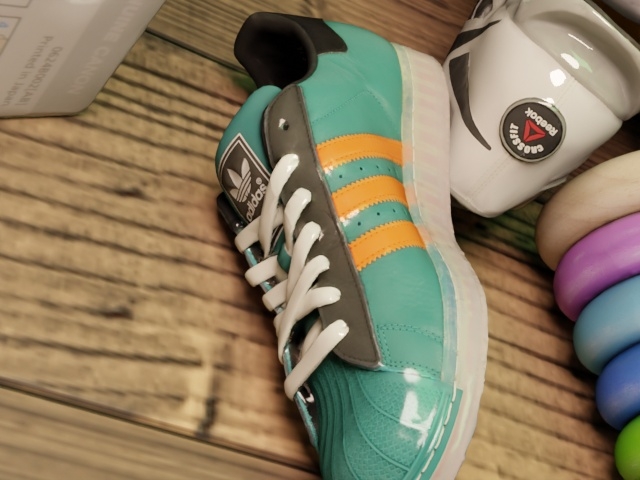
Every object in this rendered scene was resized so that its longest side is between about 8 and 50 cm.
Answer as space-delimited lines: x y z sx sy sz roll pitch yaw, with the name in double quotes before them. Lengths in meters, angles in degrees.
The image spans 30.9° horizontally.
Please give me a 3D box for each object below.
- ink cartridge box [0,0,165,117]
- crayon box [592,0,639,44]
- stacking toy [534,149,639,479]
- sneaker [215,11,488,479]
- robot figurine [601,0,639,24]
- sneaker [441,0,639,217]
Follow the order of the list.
"ink cartridge box" -0.199 -0.169 0.388 0.385 0.308 0.091 -2 60 -40
"crayon box" 0.316 -0.095 0.843 0.203 0.083 0.323 24 31 -51
"stacking toy" 0.221 0.118 0.633 0.141 0.141 0.330 9 59 -34
"sneaker" 0.000 0.000 0.575 0.121 0.108 0.302 18 43 -20
"robot figurine" 0.247 -0.234 0.695 0.300 0.200 0.353 -41 57 -18
"sneaker" 0.122 -0.095 0.743 0.122 0.146 0.330 41 16 1
